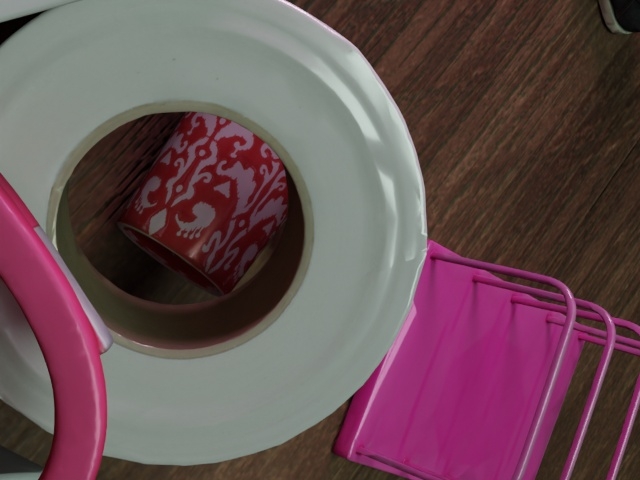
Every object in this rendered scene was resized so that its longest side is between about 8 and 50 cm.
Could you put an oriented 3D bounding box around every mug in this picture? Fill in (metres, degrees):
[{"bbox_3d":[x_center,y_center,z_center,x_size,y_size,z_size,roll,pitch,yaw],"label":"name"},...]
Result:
[{"bbox_3d":[-0.045,-0.044,0.850,0.169,0.113,0.150,-56,131,-13],"label":"mug"}]

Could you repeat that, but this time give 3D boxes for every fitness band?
[{"bbox_3d":[-0.234,0.050,0.617,0.209,0.054,0.291,-35,93,-4],"label":"fitness band"}]

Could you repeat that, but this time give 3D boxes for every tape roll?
[{"bbox_3d":[-0.085,-0.015,0.721,0.286,0.100,0.286,-2,104,-7],"label":"tape roll"}]

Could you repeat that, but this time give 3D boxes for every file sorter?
[{"bbox_3d":[0.198,0.152,1.088,0.291,0.182,0.202,27,82,-45],"label":"file sorter"}]

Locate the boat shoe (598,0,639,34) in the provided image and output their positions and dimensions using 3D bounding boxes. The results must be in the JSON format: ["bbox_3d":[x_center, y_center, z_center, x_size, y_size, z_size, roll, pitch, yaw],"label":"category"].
[{"bbox_3d":[0.289,-0.293,1.129,0.084,0.079,0.233,-48,128,-22],"label":"boat shoe"}]

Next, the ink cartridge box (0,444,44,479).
[{"bbox_3d":[-0.255,0.229,0.723,0.153,0.087,0.208,6,92,-44],"label":"ink cartridge box"}]

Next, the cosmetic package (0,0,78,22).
[{"bbox_3d":[-0.173,-0.203,0.619,0.365,0.197,0.155,-24,116,-36],"label":"cosmetic package"}]
